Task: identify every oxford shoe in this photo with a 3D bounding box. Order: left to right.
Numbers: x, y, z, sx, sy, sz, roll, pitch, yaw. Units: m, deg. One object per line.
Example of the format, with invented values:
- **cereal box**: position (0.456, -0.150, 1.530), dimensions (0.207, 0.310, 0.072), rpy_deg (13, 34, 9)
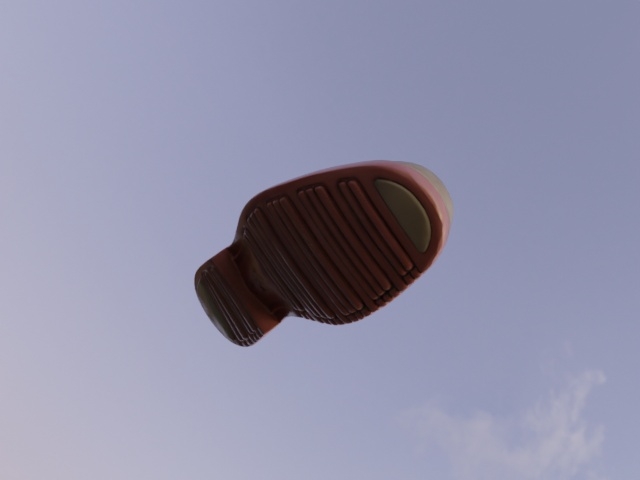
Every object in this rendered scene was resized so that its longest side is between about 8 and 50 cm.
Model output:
- **oxford shoe**: position (0.000, 0.000, 0.523), dimensions (0.348, 0.130, 0.123), rpy_deg (-24, -82, 54)
